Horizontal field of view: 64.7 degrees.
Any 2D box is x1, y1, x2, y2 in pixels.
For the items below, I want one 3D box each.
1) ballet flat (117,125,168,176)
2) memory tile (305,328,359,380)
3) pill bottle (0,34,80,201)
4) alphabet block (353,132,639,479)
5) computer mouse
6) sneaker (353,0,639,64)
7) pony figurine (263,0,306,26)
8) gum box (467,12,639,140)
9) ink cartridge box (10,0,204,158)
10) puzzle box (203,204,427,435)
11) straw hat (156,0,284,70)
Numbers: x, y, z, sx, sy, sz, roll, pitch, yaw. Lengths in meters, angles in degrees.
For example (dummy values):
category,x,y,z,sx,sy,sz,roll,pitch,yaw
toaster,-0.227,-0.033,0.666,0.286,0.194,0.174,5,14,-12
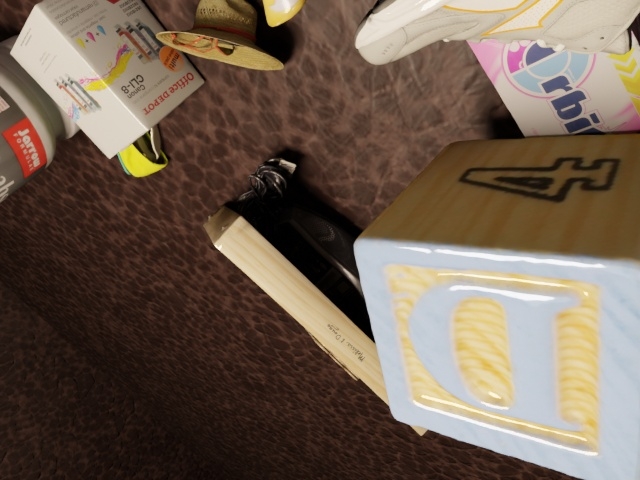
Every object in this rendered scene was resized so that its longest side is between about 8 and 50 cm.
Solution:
category,x,y,z,sx,sy,sz,roll,pitch,yaw
ballet flat,-0.302,-0.195,0.774,0.077,0.077,0.231,-4,136,13
memory tile,0.022,0.213,0.968,0.113,0.012,0.148,45,173,-8
pill bottle,-0.544,-0.149,0.755,0.210,0.363,0.210,22,142,18
alphabet block,0.168,0.037,0.414,0.193,0.197,0.193,7,123,35
computer mouse,0.000,0.000,0.755,0.272,0.072,0.188,47,152,-1
sneaker,0.140,-0.158,0.330,0.262,0.099,0.121,-13,127,44
pony figurine,-0.043,-0.332,0.270,0.350,0.303,0.363,2,148,49
gum box,0.200,-0.159,0.415,0.107,0.062,0.188,-17,120,48
ink cartridge box,-0.271,-0.223,0.657,0.127,0.128,0.176,-13,124,46
puzzle box,-0.013,0.108,0.789,0.409,0.052,0.272,45,174,-15
straw hat,-0.106,-0.239,0.561,0.144,0.144,0.061,15,98,25
